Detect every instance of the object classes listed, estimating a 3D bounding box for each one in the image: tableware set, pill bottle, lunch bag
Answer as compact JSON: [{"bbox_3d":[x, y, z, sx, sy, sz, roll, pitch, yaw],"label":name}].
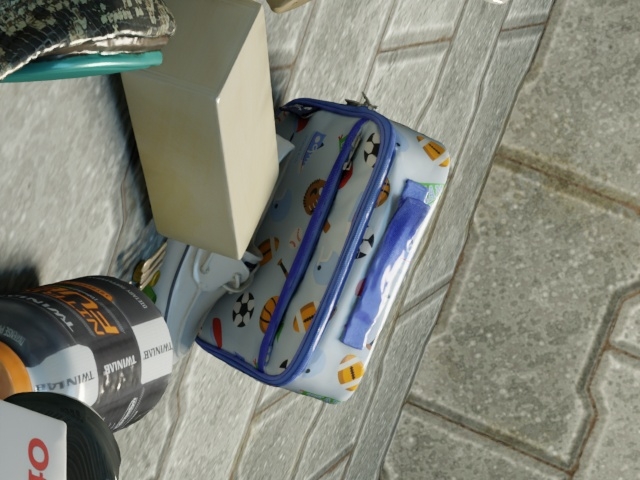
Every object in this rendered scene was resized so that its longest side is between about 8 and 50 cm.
[{"bbox_3d":[-0.189,0.070,1.584,0.154,0.024,0.104,-54,164,-45],"label":"tableware set"},{"bbox_3d":[-0.214,0.101,1.314,0.130,0.130,0.246,-70,166,11],"label":"pill bottle"},{"bbox_3d":[0.000,0.000,1.737,0.115,0.243,0.303,22,90,-32],"label":"lunch bag"}]

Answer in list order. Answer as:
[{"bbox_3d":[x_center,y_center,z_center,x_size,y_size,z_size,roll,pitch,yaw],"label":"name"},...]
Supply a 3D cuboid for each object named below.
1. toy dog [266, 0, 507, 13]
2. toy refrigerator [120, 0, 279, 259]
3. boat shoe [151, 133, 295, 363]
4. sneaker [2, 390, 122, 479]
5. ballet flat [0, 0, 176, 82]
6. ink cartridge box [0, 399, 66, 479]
[{"bbox_3d":[0.003,-0.281,1.445,0.334,0.161,0.220,-4,77,-43],"label":"toy dog"},{"bbox_3d":[-0.102,-0.099,1.502,0.269,0.094,0.102,87,23,-62],"label":"toy refrigerator"},{"bbox_3d":[-0.098,0.011,1.689,0.258,0.084,0.095,-70,166,11],"label":"boat shoe"},{"bbox_3d":[-0.241,0.241,1.253,0.447,0.169,0.257,-62,-178,27],"label":"sneaker"},{"bbox_3d":[-0.220,-0.133,0.939,0.483,0.164,0.182,-38,123,-60],"label":"ballet flat"},{"bbox_3d":[-0.259,0.163,0.879,0.278,0.117,0.201,29,50,-49],"label":"ink cartridge box"}]
